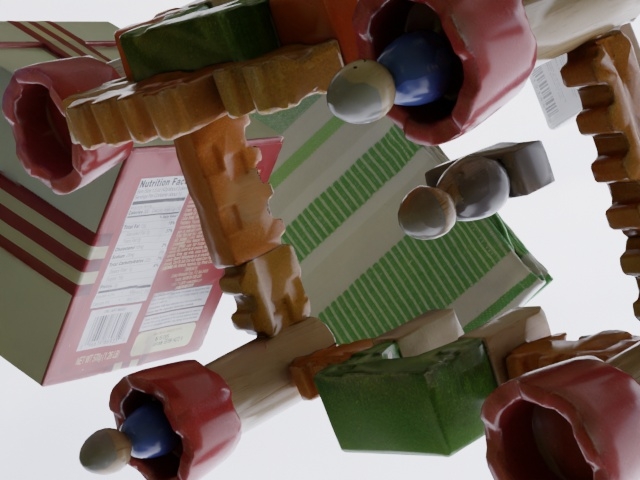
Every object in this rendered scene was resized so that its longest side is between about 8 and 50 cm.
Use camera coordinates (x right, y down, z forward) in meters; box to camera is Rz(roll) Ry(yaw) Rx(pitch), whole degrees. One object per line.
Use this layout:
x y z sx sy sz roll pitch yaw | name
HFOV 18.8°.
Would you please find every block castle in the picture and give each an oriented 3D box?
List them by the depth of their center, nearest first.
0.000 0.000 1.119 0.213 0.303 0.453 -25 -167 -35 | block castle

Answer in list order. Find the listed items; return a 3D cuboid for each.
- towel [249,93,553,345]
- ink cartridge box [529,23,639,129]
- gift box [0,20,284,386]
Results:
0.025 -0.009 1.782 0.248 0.325 0.038 -44 166 19 | towel
0.200 -0.260 1.649 0.066 0.296 0.261 -21 177 -10 | ink cartridge box
-0.232 -0.029 1.628 0.258 0.255 0.276 34 -73 26 | gift box
